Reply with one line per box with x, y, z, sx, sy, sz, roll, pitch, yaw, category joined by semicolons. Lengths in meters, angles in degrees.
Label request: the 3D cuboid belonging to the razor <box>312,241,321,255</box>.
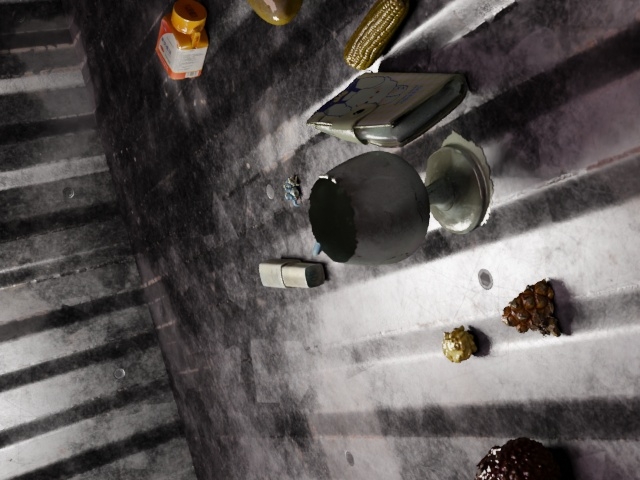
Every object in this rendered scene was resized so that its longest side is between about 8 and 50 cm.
0.000;0.000;2.227;0.068;0.040;0.135;61;154;24;razor

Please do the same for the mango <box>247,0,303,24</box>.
-0.133;-0.691;1.977;0.221;0.199;0.384;-28;80;58;mango

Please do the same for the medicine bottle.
-0.421;-0.623;2.576;0.149;0.112;0.222;60;147;25;medicine bottle

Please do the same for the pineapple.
0.409;0.142;1.585;0.114;0.114;0.077;52;-177;9;pineapple

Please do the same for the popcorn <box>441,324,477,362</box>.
0.295;0.224;1.802;0.083;0.057;0.082;49;147;33;popcorn

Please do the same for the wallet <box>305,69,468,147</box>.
0.128;-0.277;1.717;0.309;0.223;0.077;17;144;55;wallet

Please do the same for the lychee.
0.393;0.481;1.639;0.188;0.188;0.188;32;129;50;lychee

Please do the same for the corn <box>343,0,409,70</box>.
0.122;-0.448;1.781;0.231;0.080;0.080;-45;64;54;corn

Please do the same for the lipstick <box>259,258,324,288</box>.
-0.081;0.094;2.353;0.253;0.077;0.079;-1;102;60;lipstick

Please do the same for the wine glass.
0.150;-0.075;1.654;0.238;0.323;0.238;31;130;47;wine glass

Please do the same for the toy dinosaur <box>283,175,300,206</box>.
-0.075;-0.134;2.291;0.047;0.030;0.083;16;116;58;toy dinosaur
